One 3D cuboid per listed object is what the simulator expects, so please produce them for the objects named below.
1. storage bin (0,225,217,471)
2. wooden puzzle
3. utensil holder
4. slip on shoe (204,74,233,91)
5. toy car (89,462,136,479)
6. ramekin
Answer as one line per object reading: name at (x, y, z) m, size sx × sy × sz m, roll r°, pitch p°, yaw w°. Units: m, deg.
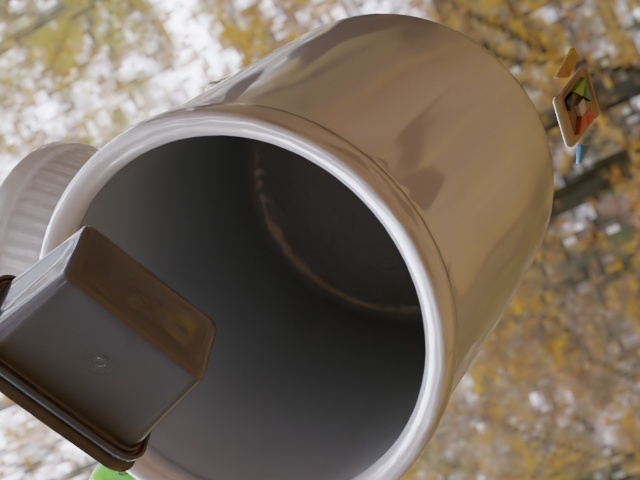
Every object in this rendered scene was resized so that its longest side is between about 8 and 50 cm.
storage bin at (-0.130, 0.056, 1.071) m, size 0.135 × 0.091 × 0.098 m, roll 40°, pitch -149°, yaw -18°
wooden puzzle at (0.290, -0.151, 1.996) m, size 0.078 × 0.014 × 0.116 m, roll -52°, pitch -49°, yaw -34°
utensil holder at (0.000, 0.000, 1.450) m, size 0.327 × 0.327 × 0.385 m, roll 61°, pitch -153°, yaw -9°
slip on shoe at (-0.001, -0.125, 1.872) m, size 0.331 × 0.123 × 0.101 m, roll 10°, pitch -107°, yaw -58°
toy car at (-0.186, 0.271, 1.494) m, size 0.239 × 0.225 × 0.053 m, roll 35°, pitch -135°, yaw 25°
ramekin at (-0.203, 0.020, 1.597) m, size 0.207 × 0.109 × 0.207 m, roll -32°, pitch -52°, yaw -53°
